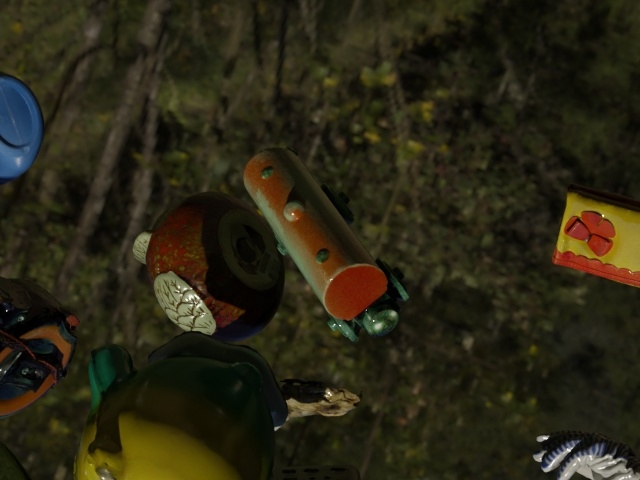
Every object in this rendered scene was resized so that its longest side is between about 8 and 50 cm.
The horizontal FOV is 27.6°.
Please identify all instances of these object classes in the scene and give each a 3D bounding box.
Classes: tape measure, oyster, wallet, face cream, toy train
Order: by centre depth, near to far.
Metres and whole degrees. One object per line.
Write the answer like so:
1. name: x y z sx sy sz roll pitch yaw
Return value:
1. toy train: 0.000 0.000 1.635 0.177 0.116 0.285 48 -173 -50
2. face cream: -0.437 -0.138 1.658 0.083 0.149 0.264 -21 -175 -32
3. tape measure: -0.447 0.152 1.831 0.135 0.202 0.223 40 -173 30
4. oyster: -0.083 0.235 1.870 0.345 0.079 0.128 -8 171 39
5. wallet: 0.495 0.007 2.080 0.241 0.141 0.067 16 -159 15

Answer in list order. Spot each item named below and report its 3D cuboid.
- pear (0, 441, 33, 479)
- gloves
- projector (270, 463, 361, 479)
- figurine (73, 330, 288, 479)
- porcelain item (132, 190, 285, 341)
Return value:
1. pear: -0.580 0.403 1.887 0.286 0.282 0.176 39 -156 -53
2. gloves: 0.419 0.337 1.927 0.229 0.097 0.119 19 158 31
3. projector: -0.070 0.437 1.797 0.257 0.259 0.079 -3 -157 -3
4. figurine: -0.162 0.252 1.565 0.323 0.231 0.340 41 -162 -7
5. porcelain item: -0.188 0.055 2.092 0.253 0.253 0.253 21 -173 -3
